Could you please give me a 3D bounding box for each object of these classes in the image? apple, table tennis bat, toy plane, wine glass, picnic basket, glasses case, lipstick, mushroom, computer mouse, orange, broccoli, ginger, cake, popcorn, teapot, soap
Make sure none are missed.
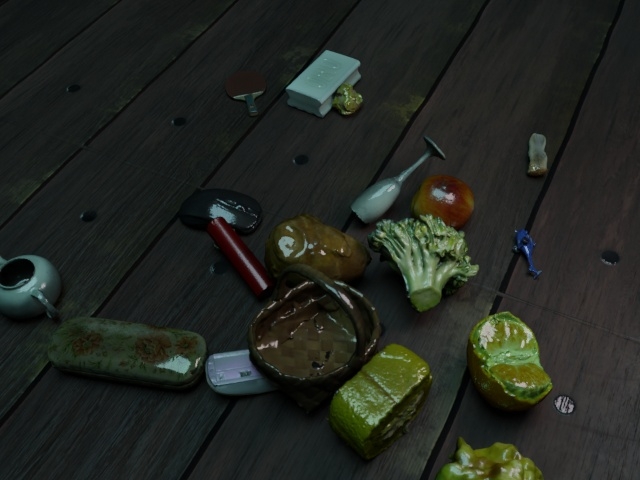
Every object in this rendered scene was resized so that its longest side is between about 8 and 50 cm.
[{"bbox_3d":[0.365,-0.110,1.957,0.173,0.160,0.195,25,60,-3],"label":"apple"},{"bbox_3d":[-0.271,-0.550,2.447,0.154,0.021,0.274,-13,49,-6],"label":"table tennis bat"},{"bbox_3d":[0.592,0.031,1.878,0.062,0.054,0.167,14,47,-17],"label":"toy plane"},{"bbox_3d":[0.250,-0.159,2.047,0.309,0.264,0.096,-42,72,6],"label":"wine glass"},{"bbox_3d":[-0.007,0.191,1.577,0.293,0.337,0.337,37,62,27],"label":"picnic basket"},{"bbox_3d":[-0.500,0.290,1.717,0.426,0.098,0.156,6,47,10],"label":"glasses case"},{"bbox_3d":[-0.228,0.047,1.888,0.073,0.073,0.279,-32,66,-20],"label":"lipstick"},{"bbox_3d":[0.697,-0.277,2.126,0.059,0.054,0.202,10,46,6],"label":"mushroom"},{"bbox_3d":[-0.169,0.326,1.680,0.245,0.056,0.125,-6,47,-15],"label":"computer mouse"},{"bbox_3d":[-0.313,-0.098,2.034,0.270,0.086,0.137,7,52,9],"label":"computer mouse"},{"bbox_3d":[0.448,0.304,1.588,0.180,0.158,0.237,-3,50,-15],"label":"orange"},{"bbox_3d":[0.273,0.059,1.747,0.288,0.247,0.245,-4,43,0],"label":"broccoli"},{"bbox_3d":[-0.023,0.051,1.794,0.269,0.200,0.223,36,64,9],"label":"ginger"},{"bbox_3d":[0.144,0.374,1.543,0.261,0.179,0.156,-35,57,-26],"label":"cake"},{"bbox_3d":[0.097,-0.495,2.333,0.097,0.089,0.109,11,52,-33],"label":"popcorn"},{"bbox_3d":[-0.836,0.125,1.862,0.294,0.129,0.193,32,60,27],"label":"teapot"},{"bbox_3d":[0.013,-0.572,2.398,0.160,0.087,0.265,25,57,24],"label":"soap"},{"bbox_3d":[0.336,0.544,1.363,0.271,0.224,0.257,-12,33,5],"label":"popcorn"}]

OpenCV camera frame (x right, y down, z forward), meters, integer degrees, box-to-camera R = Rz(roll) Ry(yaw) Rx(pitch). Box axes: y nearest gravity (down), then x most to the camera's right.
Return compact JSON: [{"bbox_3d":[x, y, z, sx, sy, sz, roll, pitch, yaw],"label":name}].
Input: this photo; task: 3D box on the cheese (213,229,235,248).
[{"bbox_3d":[-0.292,0.005,1.976,0.060,0.041,0.084,8,55,6],"label":"cheese"}]
